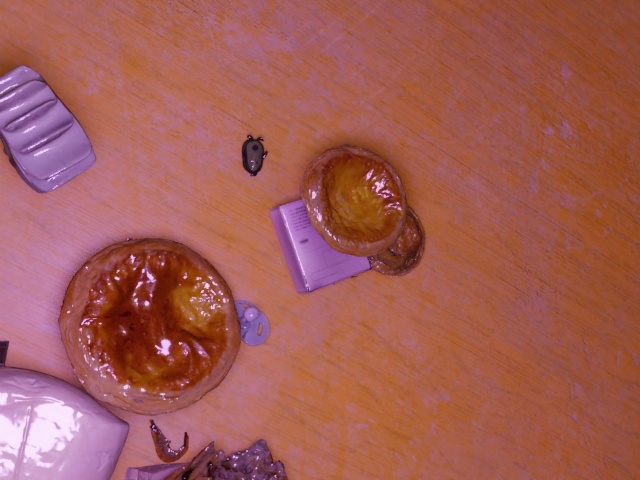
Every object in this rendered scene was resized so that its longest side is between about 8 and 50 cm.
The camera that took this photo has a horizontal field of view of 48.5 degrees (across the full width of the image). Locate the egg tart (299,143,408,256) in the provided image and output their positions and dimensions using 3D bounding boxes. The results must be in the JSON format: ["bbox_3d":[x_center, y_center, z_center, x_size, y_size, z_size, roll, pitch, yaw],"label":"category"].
[{"bbox_3d":[0.079,-0.101,1.893,0.318,0.128,0.319,5,78,-25],"label":"egg tart"}]

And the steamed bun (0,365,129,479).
[{"bbox_3d":[-0.692,0.468,1.567,0.455,0.290,0.372,25,73,-18],"label":"steamed bun"}]

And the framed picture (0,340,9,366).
[{"bbox_3d":[-0.803,0.256,1.640,0.149,0.109,0.011,8,110,-20],"label":"framed picture"}]

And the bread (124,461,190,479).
[{"bbox_3d":[-0.403,0.606,1.801,0.152,0.105,0.078,6,81,-52],"label":"bread"}]

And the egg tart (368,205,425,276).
[{"bbox_3d":[0.209,-0.015,2.054,0.240,0.106,0.241,4,79,-21],"label":"egg tart"}]

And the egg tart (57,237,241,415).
[{"bbox_3d":[-0.415,0.210,1.727,0.442,0.178,0.444,11,67,-28],"label":"egg tart"}]

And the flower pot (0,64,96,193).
[{"bbox_3d":[-0.646,-0.242,1.615,0.164,0.367,0.254,-38,106,-19],"label":"flower pot"}]

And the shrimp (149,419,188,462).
[{"bbox_3d":[-0.389,0.502,1.815,0.091,0.025,0.127,-32,101,-21],"label":"shrimp"}]

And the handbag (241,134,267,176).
[{"bbox_3d":[-0.183,-0.228,1.952,0.072,0.047,0.111,4,81,-20],"label":"handbag"}]

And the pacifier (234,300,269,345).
[{"bbox_3d":[-0.193,0.204,1.874,0.150,0.116,0.127,27,50,-13],"label":"pacifier"}]

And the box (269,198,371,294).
[{"bbox_3d":[0.000,0.000,1.968,0.203,0.106,0.252,-20,93,-22],"label":"box"}]

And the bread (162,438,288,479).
[{"bbox_3d":[-0.255,0.638,1.742,0.370,0.191,0.314,-45,129,-34],"label":"bread"}]
